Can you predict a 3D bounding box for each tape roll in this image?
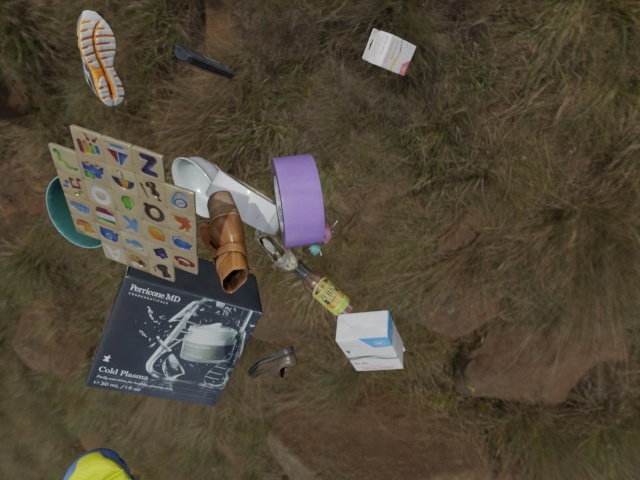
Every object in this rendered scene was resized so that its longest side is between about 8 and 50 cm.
[{"bbox_3d":[-0.253,-0.132,1.422,0.286,0.286,0.100,32,94,-6],"label":"tape roll"},{"bbox_3d":[-0.050,-0.082,0.847,0.080,0.189,0.189,-8,120,-10],"label":"tape roll"}]

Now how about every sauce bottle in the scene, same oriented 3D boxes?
[{"bbox_3d":[0.001,0.223,1.886,0.344,0.111,0.111,41,121,-12],"label":"sauce bottle"}]

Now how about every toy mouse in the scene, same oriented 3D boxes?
[{"bbox_3d":[0.000,0.000,1.362,0.031,0.143,0.161,34,126,-15],"label":"toy mouse"}]

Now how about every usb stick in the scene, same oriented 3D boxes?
[{"bbox_3d":[-0.387,-0.601,1.381,0.077,0.278,0.045,36,109,10],"label":"usb stick"}]

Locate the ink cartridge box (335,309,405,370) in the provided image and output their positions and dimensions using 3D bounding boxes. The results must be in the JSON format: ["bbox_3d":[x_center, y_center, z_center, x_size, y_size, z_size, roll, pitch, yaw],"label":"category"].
[{"bbox_3d":[0.110,0.217,0.835,0.104,0.060,0.180,-9,138,19],"label":"ink cartridge box"}]

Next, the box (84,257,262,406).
[{"bbox_3d":[-0.540,0.320,1.535,0.479,0.297,0.472,20,108,-23],"label":"box"}]

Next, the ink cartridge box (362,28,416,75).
[{"bbox_3d":[0.258,-0.703,1.523,0.067,0.198,0.115,41,121,37],"label":"ink cartridge box"}]

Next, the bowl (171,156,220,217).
[{"bbox_3d":[-0.526,-0.262,1.852,0.297,0.134,0.298,25,134,28],"label":"bowl"}]

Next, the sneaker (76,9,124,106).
[{"bbox_3d":[-0.552,-0.445,0.999,0.083,0.084,0.215,30,131,30],"label":"sneaker"}]

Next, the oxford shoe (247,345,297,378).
[{"bbox_3d":[-0.189,0.498,1.580,0.227,0.083,0.096,-30,72,21],"label":"oxford shoe"}]

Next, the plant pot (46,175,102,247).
[{"bbox_3d":[-0.878,-0.147,1.628,0.293,0.235,0.293,5,112,13],"label":"plant pot"}]

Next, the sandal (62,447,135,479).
[{"bbox_3d":[-0.358,0.487,0.685,0.126,0.138,0.317,-11,105,-26],"label":"sandal"}]

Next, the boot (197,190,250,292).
[{"bbox_3d":[-0.240,0.034,1.056,0.109,0.220,0.283,-7,154,-26],"label":"boot"}]

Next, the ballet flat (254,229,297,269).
[{"bbox_3d":[-0.181,0.048,1.639,0.091,0.077,0.241,-38,114,10],"label":"ballet flat"}]

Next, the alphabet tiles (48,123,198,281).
[{"bbox_3d":[-0.376,-0.053,0.804,0.285,0.011,0.343,18,135,3],"label":"alphabet tiles"}]
